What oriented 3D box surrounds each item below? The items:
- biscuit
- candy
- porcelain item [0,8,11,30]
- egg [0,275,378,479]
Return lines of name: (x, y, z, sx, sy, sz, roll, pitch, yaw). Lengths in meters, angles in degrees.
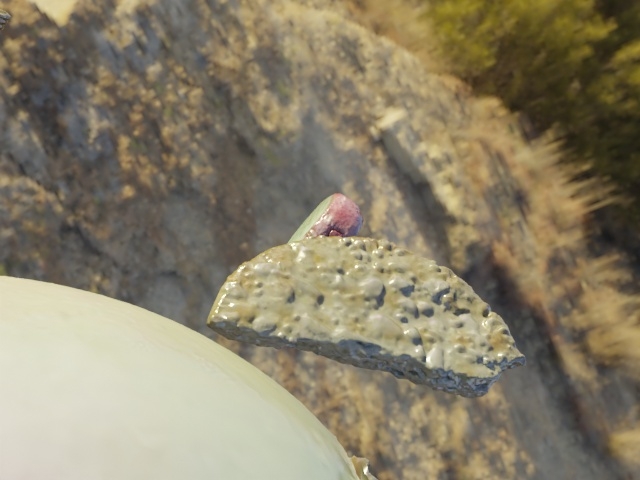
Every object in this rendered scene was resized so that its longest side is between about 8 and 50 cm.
biscuit: (0.043, 0.055, 1.014, 0.289, 0.038, 0.141, 13, 49, -15)
candy: (0.000, 0.000, 1.158, 0.043, 0.103, 0.103, 40, 25, -8)
porcelain item: (-0.425, -0.281, 1.205, 0.213, 0.084, 0.054, 35, 7, -11)
egg: (-0.196, 0.174, 0.525, 0.339, 0.354, 0.355, 28, 39, -30)
